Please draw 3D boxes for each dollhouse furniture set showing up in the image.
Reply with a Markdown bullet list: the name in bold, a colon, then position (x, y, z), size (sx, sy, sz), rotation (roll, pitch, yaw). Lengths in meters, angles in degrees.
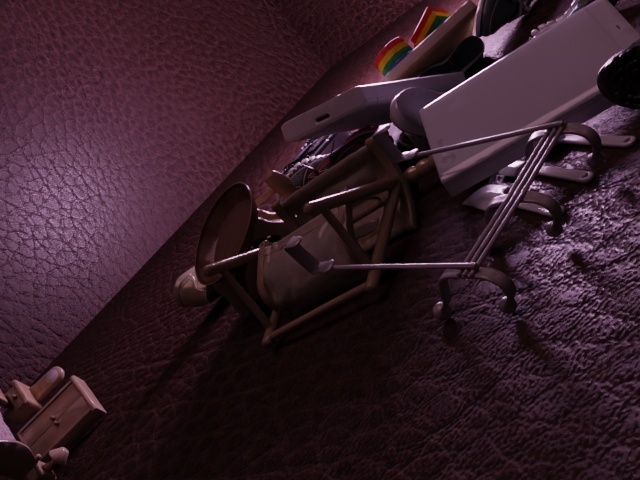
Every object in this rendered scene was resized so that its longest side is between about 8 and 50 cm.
- **dollhouse furniture set**: position (-0.628, 0.313, 1.456), size (0.174, 0.355, 0.303), rotation (-46, 54, -9)

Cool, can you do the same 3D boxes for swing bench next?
- **swing bench**: position (0.000, 0.000, 1.132), size (0.253, 0.165, 0.255), rotation (-31, 11, 39)

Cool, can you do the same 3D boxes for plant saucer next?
- **plant saucer**: position (-0.166, -0.008, 1.308), size (0.198, 0.036, 0.199), rotation (-35, 44, 43)

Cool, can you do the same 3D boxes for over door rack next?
- **over door rack**: position (0.148, -0.032, 0.869), size (0.324, 0.108, 0.239), rotation (8, 52, 47)

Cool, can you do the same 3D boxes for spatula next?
- **spatula**: position (0.289, -0.095, 0.930), size (0.168, 0.019, 0.242), rotation (-42, 14, -4)

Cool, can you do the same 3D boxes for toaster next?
- **toaster**: position (0.006, -0.190, 1.744), size (0.168, 0.110, 0.186), rotation (-22, 25, 52)

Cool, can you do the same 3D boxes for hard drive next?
- **hard drive**: position (0.293, -0.205, 1.010), size (0.307, 0.040, 0.203), rotation (-30, 36, 20)
- **hard drive**: position (0.119, -0.281, 1.503), size (0.233, 0.047, 0.353), rotation (-18, 2, 45)

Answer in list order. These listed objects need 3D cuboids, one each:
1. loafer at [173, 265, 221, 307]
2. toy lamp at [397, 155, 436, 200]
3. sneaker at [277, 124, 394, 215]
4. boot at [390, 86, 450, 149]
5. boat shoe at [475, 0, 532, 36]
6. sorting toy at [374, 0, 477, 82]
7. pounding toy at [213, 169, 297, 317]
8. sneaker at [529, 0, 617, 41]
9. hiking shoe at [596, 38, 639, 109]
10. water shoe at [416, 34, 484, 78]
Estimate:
- **loafer**: position (-0.214, 0.069, 1.622), size (0.092, 0.102, 0.268), rotation (15, 43, 32)
- **toy lamp**: position (0.196, -0.136, 1.170), size (0.274, 0.080, 0.080), rotation (-34, 17, 31)
- **sneaker**: position (0.022, -0.138, 1.539), size (0.299, 0.121, 0.112), rotation (-36, 18, 22)
- **boot**: position (0.181, -0.201, 1.267), size (0.258, 0.095, 0.123), rotation (-14, -19, -47)
- **boat shoe**: position (0.456, -0.578, 1.680), size (0.099, 0.116, 0.319), rotation (21, 54, 24)
- **sorting toy**: position (0.238, -0.443, 1.702), size (0.257, 0.089, 0.255), rotation (-42, -11, 0)
- **pounding toy**: position (-0.095, 0.009, 1.412), size (0.270, 0.154, 0.155), rotation (-59, 11, 13)
- **sneaker**: position (0.448, -0.372, 1.252), size (0.166, 0.065, 0.076), rotation (-37, 32, 31)
- **hiking shoe**: position (0.436, -0.222, 0.824), size (0.226, 0.086, 0.114), rotation (-18, 14, 45)
- **water shoe**: position (0.301, -0.387, 1.666), size (0.203, 0.073, 0.080), rotation (-38, -10, 16)
